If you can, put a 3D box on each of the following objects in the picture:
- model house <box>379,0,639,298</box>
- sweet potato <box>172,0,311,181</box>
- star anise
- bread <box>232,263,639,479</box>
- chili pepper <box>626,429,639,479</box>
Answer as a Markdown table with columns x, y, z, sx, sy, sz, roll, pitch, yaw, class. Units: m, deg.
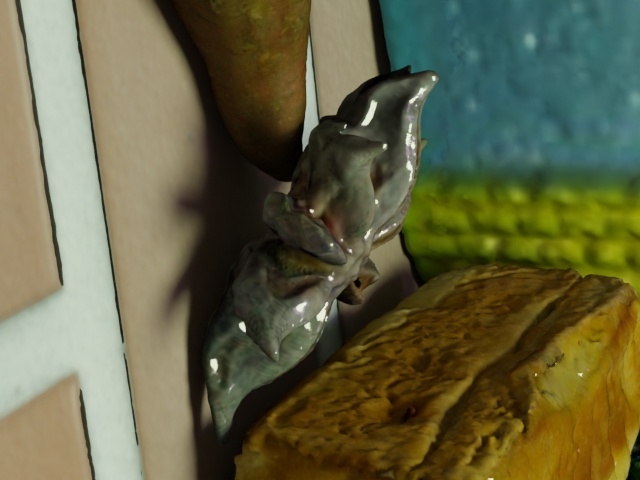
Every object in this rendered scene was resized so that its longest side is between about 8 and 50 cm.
| x | y | z | sx | sy | sz | roll | pitch | yaw | class |
| --- | --- | --- | --- | --- | --- | --- | --- | --- | --- |
| 0.183 | -0.069 | 1.037 | 0.215 | 0.237 | 0.303 | -27 | 116 | -60 | model house |
| -0.041 | -0.122 | 0.784 | 0.244 | 0.077 | 0.077 | 90 | 21 | -48 | sweet potato |
| 0.000 | 0.000 | 0.838 | 0.204 | 0.061 | 0.180 | -64 | 165 | 20 | star anise |
| 0.072 | 0.112 | 0.913 | 0.294 | 0.166 | 0.132 | -34 | 119 | -57 | bread |
| 0.288 | 0.107 | 1.274 | 0.233 | 0.248 | 0.257 | 50 | 38 | -37 | chili pepper |
